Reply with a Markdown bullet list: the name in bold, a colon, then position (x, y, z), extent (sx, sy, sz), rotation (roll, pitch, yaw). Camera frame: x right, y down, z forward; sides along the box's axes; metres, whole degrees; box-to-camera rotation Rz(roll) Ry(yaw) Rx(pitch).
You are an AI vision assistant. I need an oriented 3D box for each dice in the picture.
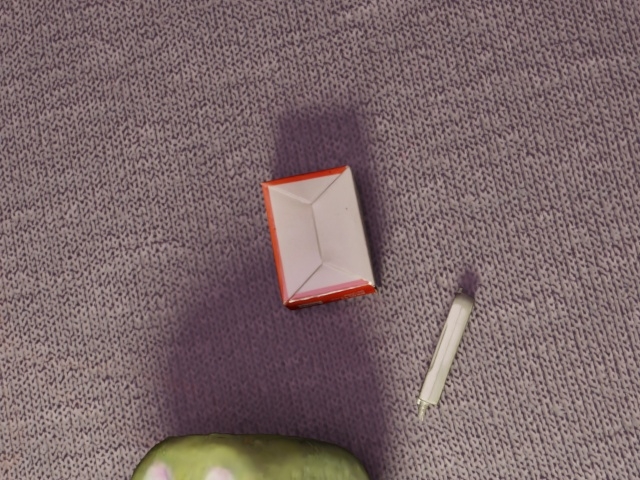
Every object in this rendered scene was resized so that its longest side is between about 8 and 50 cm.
- **dice**: position (-0.088, 0.378, 1.628), extent (0.250, 0.252, 0.254), rotation (-6, 73, 39)

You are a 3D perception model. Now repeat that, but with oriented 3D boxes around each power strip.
- **power strip**: position (0.169, 0.156, 1.750), extent (0.030, 0.047, 0.191), rotation (20, 87, 5)

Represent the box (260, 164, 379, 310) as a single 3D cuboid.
- **box**: position (0.000, 0.000, 1.773), extent (0.133, 0.099, 0.182), rotation (-13, 80, 5)
